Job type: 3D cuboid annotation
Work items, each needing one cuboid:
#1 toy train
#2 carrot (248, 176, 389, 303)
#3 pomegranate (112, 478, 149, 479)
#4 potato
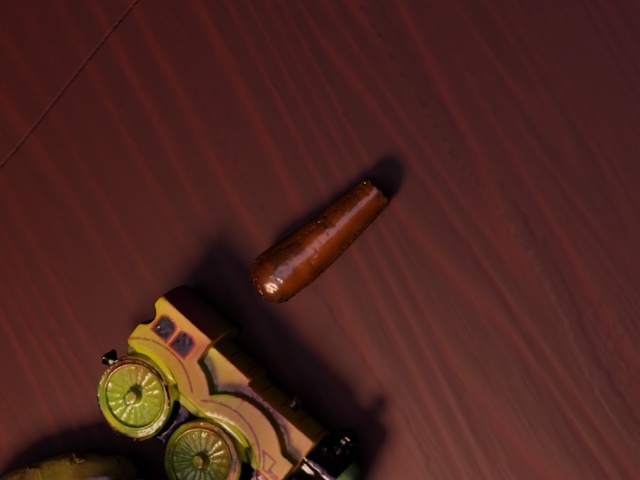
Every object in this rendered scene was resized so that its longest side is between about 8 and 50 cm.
[{"bbox_3d":[-0.085,0.185,1.709,0.296,0.100,0.160,42,105,9],"label":"toy train"},{"bbox_3d":[0.000,0.000,1.687,0.161,0.055,0.055,-39,84,11],"label":"carrot"},{"bbox_3d":[-0.188,0.320,1.657,0.196,0.196,0.196,2,97,18],"label":"pomegranate"},{"bbox_3d":[-0.282,0.285,1.792,0.225,0.090,0.117,-28,103,16],"label":"potato"}]
